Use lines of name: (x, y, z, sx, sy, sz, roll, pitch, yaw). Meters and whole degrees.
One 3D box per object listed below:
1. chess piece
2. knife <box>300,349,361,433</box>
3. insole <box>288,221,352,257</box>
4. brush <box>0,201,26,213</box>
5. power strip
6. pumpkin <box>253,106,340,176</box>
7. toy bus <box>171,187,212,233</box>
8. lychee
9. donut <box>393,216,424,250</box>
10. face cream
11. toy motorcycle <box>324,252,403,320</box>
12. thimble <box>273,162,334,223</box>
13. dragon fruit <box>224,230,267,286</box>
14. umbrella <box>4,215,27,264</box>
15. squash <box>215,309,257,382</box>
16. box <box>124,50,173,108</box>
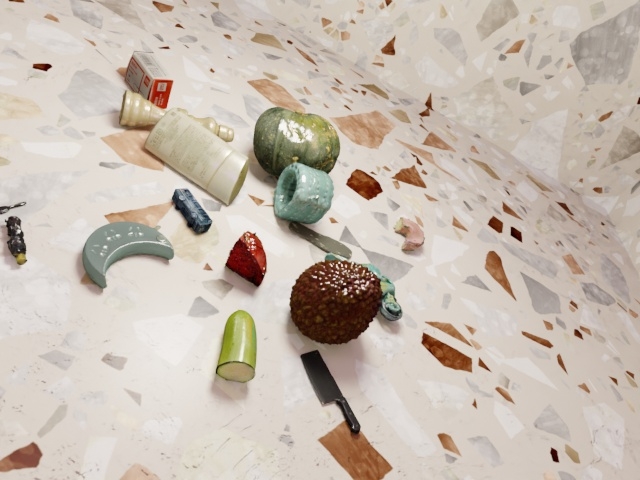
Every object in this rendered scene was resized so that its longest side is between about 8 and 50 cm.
chess piece: (-0.500, -0.418, 1.710, 0.397, 0.117, 0.117, 11, 42, -28)
knife: (0.021, 0.394, 1.247, 0.072, 0.019, 0.245, -8, 50, -36)
insole: (0.000, 0.000, 1.673, 0.248, 0.011, 0.081, 27, 35, -6)
brush: (-0.785, -0.084, 1.212, 0.024, 0.008, 0.083, 39, 38, 14)
power strip: (-0.505, 0.019, 1.259, 0.167, 0.054, 0.253, 43, 39, 12)
pumpkin: (-0.087, -0.355, 1.792, 0.328, 0.257, 0.291, 10, 16, -2)
toy bus: (-0.394, -0.093, 1.469, 0.065, 0.047, 0.166, -13, 55, -48)
lychee: (0.054, 0.161, 1.325, 0.271, 0.271, 0.271, 19, 39, -17)
donut: (0.359, -0.018, 1.903, 0.117, 0.065, 0.166, 18, 40, -15)
face cream: (-0.398, -0.283, 1.601, 0.348, 0.173, 0.081, 34, -6, 2)
toy motorcycle: (0.140, 0.135, 1.546, 0.296, 0.109, 0.198, 27, 35, -9)
thimble: (-0.058, -0.156, 1.644, 0.143, 0.198, 0.235, 13, 7, -26)
dragon fruit: (-0.192, 0.035, 1.387, 0.121, 0.161, 0.127, 29, 48, -2)
umbrella: (-0.724, -0.001, 1.140, 0.040, 0.037, 0.144, -6, 50, -38)
squash: (-0.198, 0.249, 1.190, 0.095, 0.095, 0.188, 19, 39, -17)
box: (-0.641, -0.598, 1.790, 0.099, 0.133, 0.182, -15, 59, -45)
